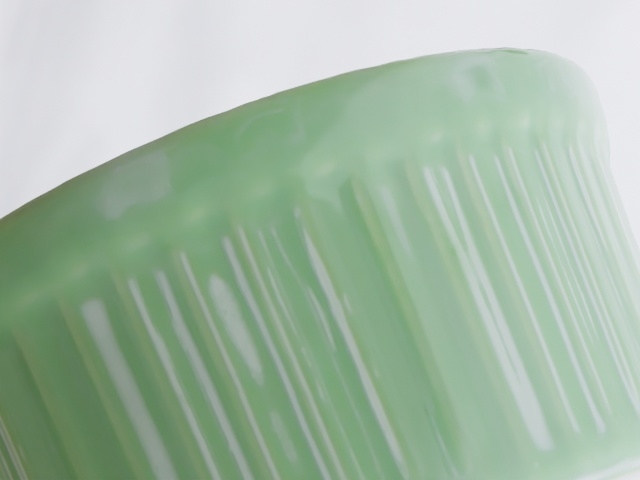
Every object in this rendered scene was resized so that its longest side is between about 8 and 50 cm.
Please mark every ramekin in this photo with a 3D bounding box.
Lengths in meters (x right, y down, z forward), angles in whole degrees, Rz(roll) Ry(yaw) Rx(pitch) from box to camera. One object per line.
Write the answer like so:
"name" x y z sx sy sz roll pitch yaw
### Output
"ramekin" -0.007 0.067 0.696 0.303 0.303 0.148 -46 -116 56
